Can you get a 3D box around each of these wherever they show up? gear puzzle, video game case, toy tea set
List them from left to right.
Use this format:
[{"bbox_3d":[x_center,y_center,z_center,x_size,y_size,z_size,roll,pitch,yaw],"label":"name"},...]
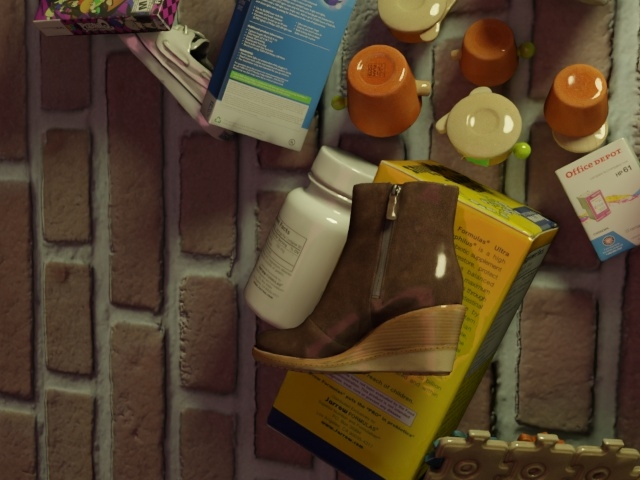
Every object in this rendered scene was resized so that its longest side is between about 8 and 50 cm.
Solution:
[{"bbox_3d":[-0.273,-0.392,1.239,0.210,0.042,0.232,4,69,24],"label":"video game case"},{"bbox_3d":[0.182,-0.177,1.099,0.336,0.124,0.200,32,78,21],"label":"toy tea set"},{"bbox_3d":[0.273,0.278,1.035,0.338,0.044,0.175,6,125,-11],"label":"gear puzzle"}]

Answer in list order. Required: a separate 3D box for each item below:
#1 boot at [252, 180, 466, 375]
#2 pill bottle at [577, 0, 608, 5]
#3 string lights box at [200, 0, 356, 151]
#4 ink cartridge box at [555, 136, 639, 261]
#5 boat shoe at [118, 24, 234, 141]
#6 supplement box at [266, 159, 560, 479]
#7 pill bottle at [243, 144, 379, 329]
[{"bbox_3d":[0.039,0.043,0.982,0.248,0.090,0.207,-3,81,25],"label":"boot"},{"bbox_3d":[0.308,-0.405,0.976,0.153,0.153,0.265,26,106,19],"label":"pill bottle"},{"bbox_3d":[-0.049,-0.261,1.154,0.133,0.077,0.260,16,105,-22],"label":"string lights box"},{"bbox_3d":[0.345,-0.049,1.051,0.088,0.052,0.122,-28,83,24],"label":"ink cartridge box"},{"bbox_3d":[-0.191,-0.257,1.254,0.084,0.095,0.258,-44,87,14],"label":"boat shoe"},{"bbox_3d":[0.114,0.100,1.091,0.195,0.194,0.357,29,106,19],"label":"supplement box"},{"bbox_3d":[0.000,0.000,1.165,0.131,0.131,0.229,31,107,18],"label":"pill bottle"}]
